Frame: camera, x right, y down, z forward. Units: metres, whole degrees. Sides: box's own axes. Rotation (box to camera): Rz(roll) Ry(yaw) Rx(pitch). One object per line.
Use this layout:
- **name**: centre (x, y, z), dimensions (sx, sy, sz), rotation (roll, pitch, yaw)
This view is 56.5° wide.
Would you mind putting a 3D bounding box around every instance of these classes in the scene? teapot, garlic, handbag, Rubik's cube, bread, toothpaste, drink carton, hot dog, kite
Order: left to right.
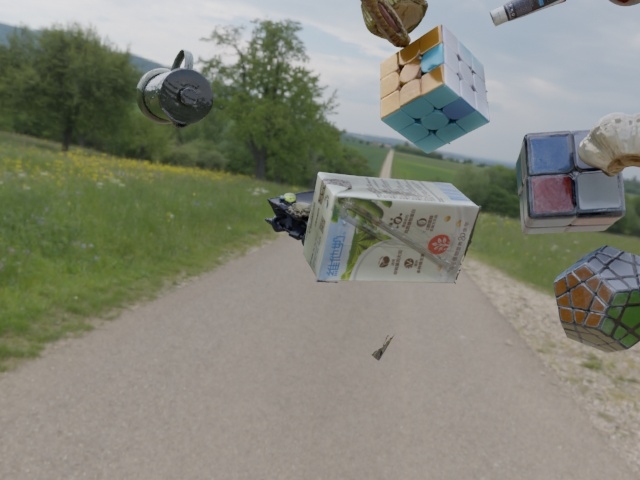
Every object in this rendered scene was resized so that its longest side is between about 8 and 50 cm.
- **teapot**: centre (-0.494, -0.526, 2.063), dimensions (0.201, 0.270, 0.337), rotation (14, 5, -31)
- **handbag**: centre (0.032, -0.067, 1.809), dimensions (0.330, 0.121, 0.303), rotation (-11, 28, -40)
- **kite**: centre (0.165, 0.289, 1.586), dimensions (0.004, 0.090, 0.122), rotation (30, 32, 26)
- **hot dog**: centre (0.206, -0.734, 1.962), dimensions (0.083, 0.068, 0.289), rotation (30, -3, 44)
- **drink carton**: centre (0.143, -0.023, 1.243), dimensions (0.325, 0.194, 0.132), rotation (2, 26, -20)
- **bread**: centre (0.268, -0.864, 2.214), dimensions (0.227, 0.142, 0.254), rotation (-33, -17, 29)
- **Rubik's cube**: centre (0.418, -0.550, 2.203), dimensions (0.292, 0.291, 0.291), rotation (-23, -37, 39)
- **toothpaste**: centre (0.566, -0.645, 1.630), dimensions (0.194, 0.071, 0.045), rotation (-21, 24, 19)
- **Rubik's cube**: centre (0.883, -0.201, 2.141), dimensions (0.317, 0.312, 0.318), rotation (-2, -11, 14)
- **Rubik's cube**: centre (0.843, 0.174, 1.756), dimensions (0.264, 0.319, 0.319), rotation (54, 21, 11)
- **garlic**: centre (0.927, -0.307, 1.799), dimensions (0.281, 0.184, 0.203), rotation (-15, 21, 34)

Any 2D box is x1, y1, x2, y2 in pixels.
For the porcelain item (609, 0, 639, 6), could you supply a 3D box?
- **porcelain item**: centre (0.851, -0.786, 1.643), dimensions (0.253, 0.252, 0.253), rotation (10, 8, -2)
